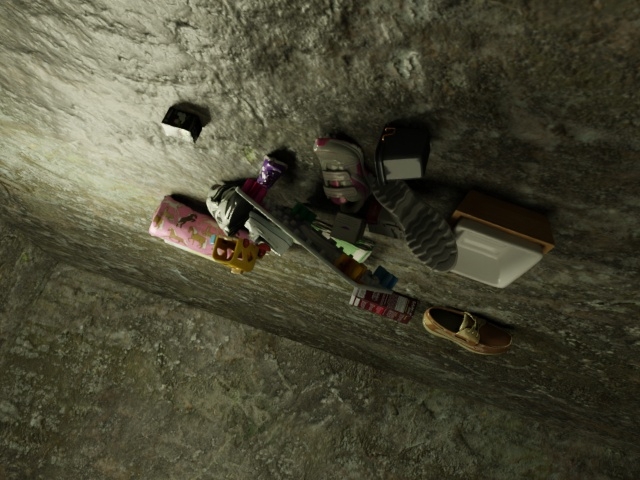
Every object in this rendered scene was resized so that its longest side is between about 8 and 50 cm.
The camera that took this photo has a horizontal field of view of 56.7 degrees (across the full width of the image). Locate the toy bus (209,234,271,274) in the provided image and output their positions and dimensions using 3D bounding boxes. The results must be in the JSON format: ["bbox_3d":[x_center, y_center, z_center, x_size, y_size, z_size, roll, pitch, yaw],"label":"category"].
[{"bbox_3d":[-0.252,0.053,1.871,0.202,0.104,0.191,18,168,-15],"label":"toy bus"}]

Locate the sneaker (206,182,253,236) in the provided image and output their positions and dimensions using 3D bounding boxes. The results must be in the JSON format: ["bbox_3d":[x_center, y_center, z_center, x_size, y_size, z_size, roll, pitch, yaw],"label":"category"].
[{"bbox_3d":[-0.283,-0.114,1.787,0.146,0.122,0.330,49,157,0],"label":"sneaker"}]

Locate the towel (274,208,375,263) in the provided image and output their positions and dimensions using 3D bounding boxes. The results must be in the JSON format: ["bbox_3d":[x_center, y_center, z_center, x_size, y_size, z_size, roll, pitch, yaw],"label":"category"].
[{"bbox_3d":[0.000,0.000,1.944,0.324,0.038,0.248,21,160,-1],"label":"towel"}]

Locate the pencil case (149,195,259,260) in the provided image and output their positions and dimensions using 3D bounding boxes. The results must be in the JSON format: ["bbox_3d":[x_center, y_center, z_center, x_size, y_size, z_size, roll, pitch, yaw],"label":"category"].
[{"bbox_3d":[-0.403,-0.021,2.106,0.386,0.167,0.160,22,137,-1],"label":"pencil case"}]

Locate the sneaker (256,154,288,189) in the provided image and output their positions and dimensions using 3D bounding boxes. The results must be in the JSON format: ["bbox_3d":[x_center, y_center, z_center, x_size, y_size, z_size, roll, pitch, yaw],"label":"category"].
[{"bbox_3d":[-0.135,-0.171,1.591,0.068,0.071,0.170,23,159,-6],"label":"sneaker"}]

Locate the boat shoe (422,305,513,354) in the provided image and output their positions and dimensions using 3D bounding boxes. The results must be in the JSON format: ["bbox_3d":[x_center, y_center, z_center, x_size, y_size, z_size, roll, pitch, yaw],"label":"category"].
[{"bbox_3d":[0.524,0.319,2.133,0.324,0.123,0.120,14,156,15],"label":"boat shoe"}]

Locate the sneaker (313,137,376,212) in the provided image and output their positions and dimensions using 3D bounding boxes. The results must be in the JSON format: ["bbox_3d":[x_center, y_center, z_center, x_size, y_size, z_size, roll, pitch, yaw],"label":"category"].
[{"bbox_3d":[0.055,-0.148,1.408,0.103,0.111,0.252,7,155,35],"label":"sneaker"}]

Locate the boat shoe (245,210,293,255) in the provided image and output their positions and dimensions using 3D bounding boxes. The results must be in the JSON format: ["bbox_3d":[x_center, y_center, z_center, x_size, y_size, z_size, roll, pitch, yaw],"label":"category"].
[{"bbox_3d":[-0.199,-0.028,1.948,0.226,0.076,0.083,28,160,22],"label":"boat shoe"}]

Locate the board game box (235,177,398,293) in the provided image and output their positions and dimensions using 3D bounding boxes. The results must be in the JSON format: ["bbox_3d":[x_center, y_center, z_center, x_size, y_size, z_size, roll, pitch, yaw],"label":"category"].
[{"bbox_3d":[0.008,-0.005,1.549,0.390,0.050,0.390,39,-173,20],"label":"board game box"}]

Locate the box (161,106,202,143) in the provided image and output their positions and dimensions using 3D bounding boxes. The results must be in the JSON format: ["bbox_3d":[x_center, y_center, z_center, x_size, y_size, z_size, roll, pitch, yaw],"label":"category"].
[{"bbox_3d":[-0.355,-0.293,1.520,0.083,0.052,0.062,19,158,7],"label":"box"}]

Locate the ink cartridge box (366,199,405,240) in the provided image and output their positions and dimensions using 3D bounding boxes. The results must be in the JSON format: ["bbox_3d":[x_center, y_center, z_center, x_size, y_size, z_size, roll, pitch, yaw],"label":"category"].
[{"bbox_3d":[0.198,-0.050,1.597,0.135,0.056,0.099,15,158,17],"label":"ink cartridge box"}]

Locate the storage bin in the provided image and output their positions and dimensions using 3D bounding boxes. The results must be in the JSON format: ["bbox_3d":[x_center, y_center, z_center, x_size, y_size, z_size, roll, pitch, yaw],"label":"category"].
[{"bbox_3d":[0.169,-0.181,1.202,0.091,0.135,0.098,1,130,19],"label":"storage bin"}]

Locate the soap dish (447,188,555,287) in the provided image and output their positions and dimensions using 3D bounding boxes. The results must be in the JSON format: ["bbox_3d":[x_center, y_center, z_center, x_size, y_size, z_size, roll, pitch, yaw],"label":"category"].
[{"bbox_3d":[0.404,0.000,1.441,0.229,0.118,0.291,20,160,4],"label":"soap dish"}]

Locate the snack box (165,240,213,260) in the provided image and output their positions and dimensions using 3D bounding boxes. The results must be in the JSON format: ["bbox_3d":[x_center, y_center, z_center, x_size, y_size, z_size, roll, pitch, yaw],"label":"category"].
[{"bbox_3d":[-0.479,0.011,2.395,0.322,0.060,0.187,21,160,-1],"label":"snack box"}]

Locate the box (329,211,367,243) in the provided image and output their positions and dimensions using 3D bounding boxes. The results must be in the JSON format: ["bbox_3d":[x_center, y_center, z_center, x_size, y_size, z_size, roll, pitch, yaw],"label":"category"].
[{"bbox_3d":[0.079,-0.035,1.559,0.067,0.063,0.324,19,-175,5],"label":"box"}]

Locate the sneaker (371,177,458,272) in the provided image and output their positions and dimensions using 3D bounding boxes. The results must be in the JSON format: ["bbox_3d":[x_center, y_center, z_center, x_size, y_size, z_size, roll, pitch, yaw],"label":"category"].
[{"bbox_3d":[0.238,-0.044,1.402,0.281,0.105,0.115,59,-164,23],"label":"sneaker"}]

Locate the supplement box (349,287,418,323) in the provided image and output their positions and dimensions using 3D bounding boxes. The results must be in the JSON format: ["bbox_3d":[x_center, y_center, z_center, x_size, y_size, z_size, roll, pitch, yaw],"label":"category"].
[{"bbox_3d":[0.237,0.235,2.258,0.239,0.073,0.130,20,160,4],"label":"supplement box"}]
